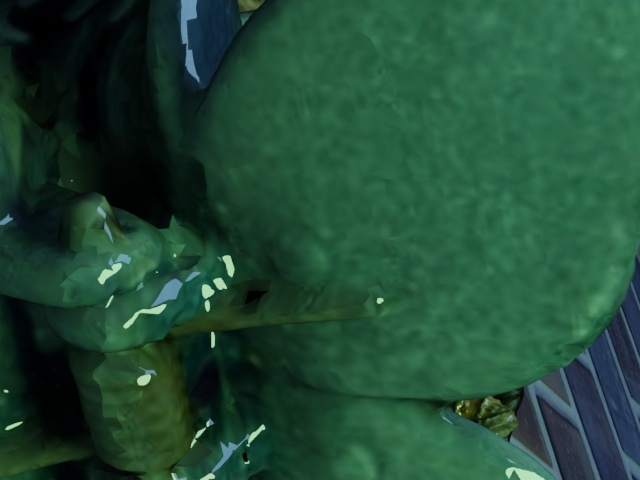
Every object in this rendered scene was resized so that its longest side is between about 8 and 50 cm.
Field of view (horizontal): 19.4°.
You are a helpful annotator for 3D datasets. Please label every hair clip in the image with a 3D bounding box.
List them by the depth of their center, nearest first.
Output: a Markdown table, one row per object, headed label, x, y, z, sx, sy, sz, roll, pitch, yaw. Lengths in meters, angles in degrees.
| label | x | y | z | sx | sy | sz | roll | pitch | yaw |
| --- | --- | --- | --- | --- | --- | --- | --- | --- | --- |
| hair clip | -0.064 | 0.015 | 0.675 | 0.238 | 0.392 | 0.318 | -101 | 179 | -63 |

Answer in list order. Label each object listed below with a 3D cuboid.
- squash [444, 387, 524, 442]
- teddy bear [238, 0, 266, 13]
| label | x | y | z | sx | sy | sz | roll | pitch | yaw |
| --- | --- | --- | --- | --- | --- | --- | --- | --- | --- |
| squash | 0.048 | 0.103 | 1.163 | 0.193 | 0.156 | 0.193 | -4 | 90 | -79 |
| teddy bear | -0.113 | -0.031 | 0.925 | 0.296 | 0.222 | 0.246 | 112 | -31 | -44 |
